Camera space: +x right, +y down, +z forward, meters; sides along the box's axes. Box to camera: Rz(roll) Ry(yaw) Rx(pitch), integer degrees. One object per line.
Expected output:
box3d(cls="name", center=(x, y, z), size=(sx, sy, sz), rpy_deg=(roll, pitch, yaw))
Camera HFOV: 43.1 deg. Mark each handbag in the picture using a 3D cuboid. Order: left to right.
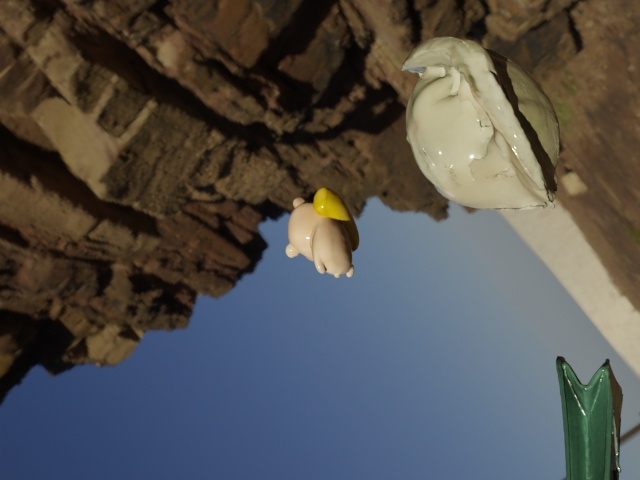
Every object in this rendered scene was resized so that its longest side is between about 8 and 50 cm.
box3d(cls="handbag", center=(0.433, 0.321, 1.276), size=(0.326, 0.089, 0.238), rpy_deg=(43, -133, -61))

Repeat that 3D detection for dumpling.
box3d(cls="dumpling", center=(0.116, -0.096, 0.624), size=(0.136, 0.118, 0.199), rpy_deg=(49, -179, -27))

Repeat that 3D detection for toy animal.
box3d(cls="toy animal", center=(0.000, 0.000, 0.985), size=(0.091, 0.082, 0.114), rpy_deg=(38, -138, -56))
